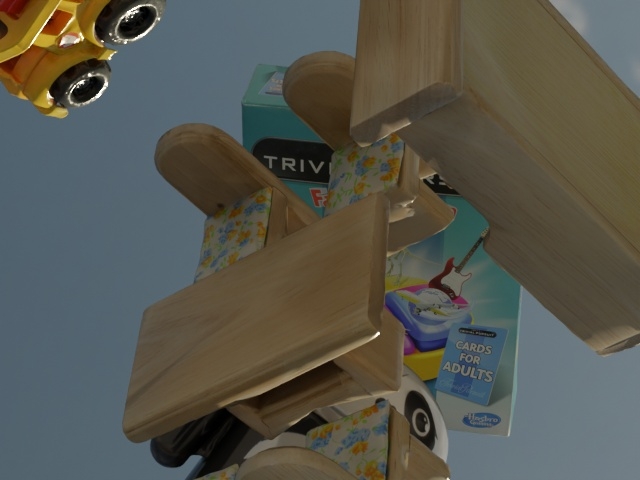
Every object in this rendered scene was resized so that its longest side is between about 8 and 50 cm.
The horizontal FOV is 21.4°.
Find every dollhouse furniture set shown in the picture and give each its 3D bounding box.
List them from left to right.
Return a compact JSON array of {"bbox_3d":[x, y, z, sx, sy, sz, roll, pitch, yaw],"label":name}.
[{"bbox_3d":[0.000,0.000,1.095,0.256,0.394,0.362,41,-143,-33],"label":"dollhouse furniture set"}]

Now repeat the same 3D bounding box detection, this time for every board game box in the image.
[{"bbox_3d":[0.061,0.014,1.548,0.254,0.336,0.079,5,-147,8],"label":"board game box"}]

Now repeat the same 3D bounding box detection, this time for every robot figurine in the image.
[{"bbox_3d":[-0.017,0.210,1.371,0.173,0.278,0.209,31,170,42],"label":"robot figurine"}]

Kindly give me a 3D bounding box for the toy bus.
[{"bbox_3d":[-0.282,-0.232,1.634,0.149,0.220,0.211,52,-151,20],"label":"toy bus"}]
